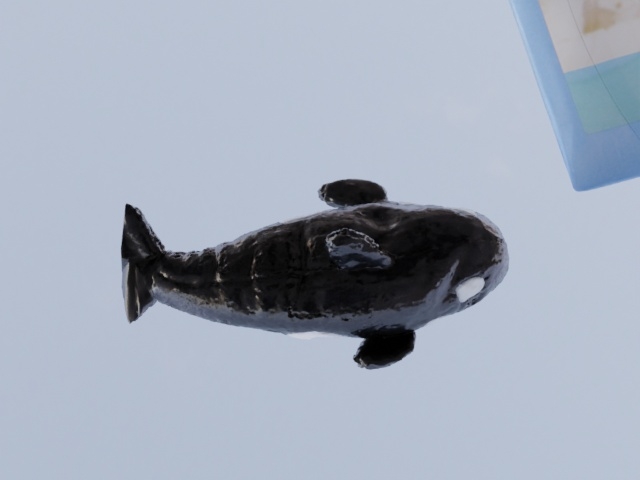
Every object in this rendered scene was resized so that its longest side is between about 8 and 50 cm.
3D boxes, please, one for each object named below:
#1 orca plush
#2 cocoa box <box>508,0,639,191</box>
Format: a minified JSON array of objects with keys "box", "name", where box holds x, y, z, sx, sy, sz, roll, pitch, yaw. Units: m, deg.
[{"box":[0.000,0.000,1.359,0.287,0.102,0.151,10,-116,-1],"name":"orca plush"},{"box":[0.284,-0.204,1.065,0.347,0.231,0.228,-15,-163,22],"name":"cocoa box"}]
